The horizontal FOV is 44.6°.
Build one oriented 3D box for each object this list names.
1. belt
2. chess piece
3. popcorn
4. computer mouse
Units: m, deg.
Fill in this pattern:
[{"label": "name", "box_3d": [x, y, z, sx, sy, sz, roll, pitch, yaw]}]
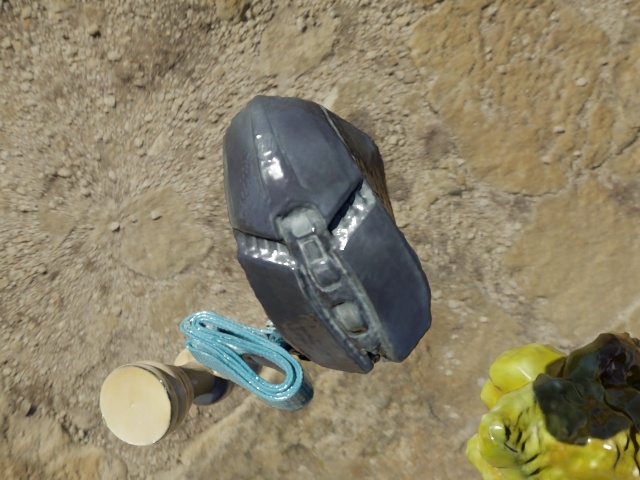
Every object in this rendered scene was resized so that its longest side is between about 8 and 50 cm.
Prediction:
[{"label": "belt", "box_3d": [-0.076, 0.119, 0.880, 0.179, 0.065, 0.100, 22, 66, 28]}, {"label": "chess piece", "box_3d": [-0.179, 0.208, 1.235, 0.117, 0.397, 0.117, 2, 95, 22]}, {"label": "popcorn", "box_3d": [0.319, 0.280, 0.973, 0.321, 0.290, 0.325, 1, 62, -8]}, {"label": "computer mouse", "box_3d": [0.000, 0.000, 0.480, 0.106, 0.062, 0.192, -22, 100, 14]}]
